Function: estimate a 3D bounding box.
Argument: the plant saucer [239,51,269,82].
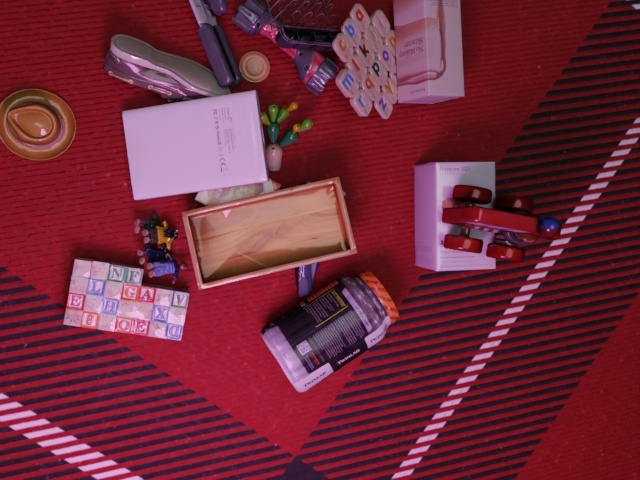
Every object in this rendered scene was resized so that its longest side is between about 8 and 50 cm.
[{"bbox_3d":[-0.178,-0.469,1.928,0.084,0.013,0.083,-1,93,-11],"label":"plant saucer"}]

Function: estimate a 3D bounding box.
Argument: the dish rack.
[{"bbox_3d":[-0.048,-0.621,1.862,0.208,0.074,0.271,-6,77,-34],"label":"dish rack"}]

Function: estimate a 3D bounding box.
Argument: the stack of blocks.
[{"bbox_3d":[-0.497,0.151,1.859,0.297,0.087,0.171,11,91,-12],"label":"stack of blocks"}]

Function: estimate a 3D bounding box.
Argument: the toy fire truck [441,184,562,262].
[{"bbox_3d":[0.461,-0.038,1.781,0.302,0.254,0.169,11,90,-15],"label":"toy fire truck"}]

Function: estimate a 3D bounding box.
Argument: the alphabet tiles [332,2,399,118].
[{"bbox_3d":[0.134,-0.475,1.909,0.278,0.021,0.284,47,58,-37],"label":"alphabet tiles"}]

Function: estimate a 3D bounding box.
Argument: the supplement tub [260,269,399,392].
[{"bbox_3d":[0.028,0.235,1.911,0.338,0.207,0.207,-32,99,-8],"label":"supplement tub"}]

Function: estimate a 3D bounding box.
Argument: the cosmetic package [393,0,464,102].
[{"bbox_3d":[0.292,-0.529,1.938,0.129,0.153,0.296,-6,93,-29],"label":"cosmetic package"}]

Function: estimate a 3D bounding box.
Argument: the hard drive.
[{"bbox_3d":[-0.320,-0.242,1.834,0.353,0.047,0.233,-7,91,7],"label":"hard drive"}]

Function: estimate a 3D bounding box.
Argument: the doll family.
[{"bbox_3d":[-0.410,0.019,1.857,0.111,0.076,0.193,-3,86,-50],"label":"doll family"}]

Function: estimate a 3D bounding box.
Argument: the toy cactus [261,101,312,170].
[{"bbox_3d":[-0.133,-0.279,1.918,0.219,0.112,0.180,-7,113,-14],"label":"toy cactus"}]

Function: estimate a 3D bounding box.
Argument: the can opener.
[{"bbox_3d":[-0.265,-0.543,1.851,0.076,0.095,0.283,-24,92,-54],"label":"can opener"}]

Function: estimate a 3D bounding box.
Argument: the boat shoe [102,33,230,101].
[{"bbox_3d":[-0.395,-0.418,1.844,0.324,0.116,0.096,19,130,-24],"label":"boat shoe"}]

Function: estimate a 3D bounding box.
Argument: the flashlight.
[{"bbox_3d":[-0.096,-0.516,1.901,0.304,0.103,0.103,35,111,-10],"label":"flashlight"}]

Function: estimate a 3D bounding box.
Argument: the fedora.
[{"bbox_3d":[-0.719,-0.294,1.793,0.194,0.079,0.194,-1,93,-11],"label":"fedora"}]

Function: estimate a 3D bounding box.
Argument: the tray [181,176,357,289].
[{"bbox_3d":[-0.131,-0.017,1.842,0.411,0.076,0.202,-13,87,-4],"label":"tray"}]

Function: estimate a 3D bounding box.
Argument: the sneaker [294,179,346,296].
[{"bbox_3d":[0.000,0.000,1.940,0.131,0.112,0.319,5,93,-9],"label":"sneaker"}]

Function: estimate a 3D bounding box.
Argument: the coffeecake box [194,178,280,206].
[{"bbox_3d":[-0.222,-0.129,1.909,0.185,0.068,0.142,27,87,-12],"label":"coffeecake box"}]

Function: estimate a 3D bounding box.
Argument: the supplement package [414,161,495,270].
[{"bbox_3d":[0.369,-0.069,1.979,0.178,0.175,0.292,-2,93,-12],"label":"supplement package"}]
